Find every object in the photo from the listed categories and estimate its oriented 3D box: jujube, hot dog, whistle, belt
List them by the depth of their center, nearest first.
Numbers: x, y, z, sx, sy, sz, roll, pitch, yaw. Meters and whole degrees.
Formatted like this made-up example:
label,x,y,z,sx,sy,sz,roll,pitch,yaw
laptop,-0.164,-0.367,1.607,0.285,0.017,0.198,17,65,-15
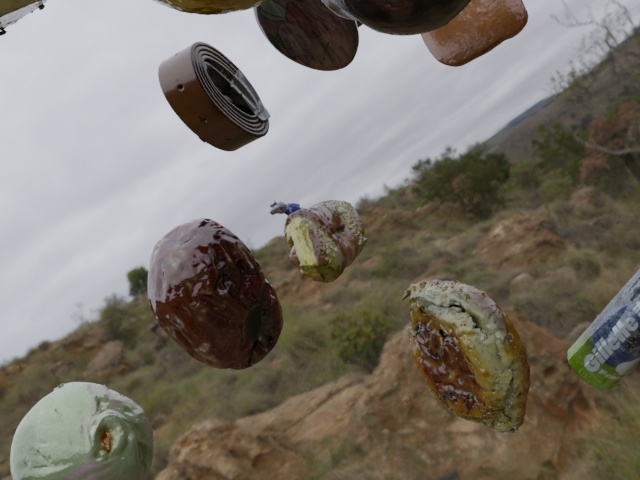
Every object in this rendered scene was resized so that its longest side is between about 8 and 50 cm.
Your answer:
label,x,y,z,sx,sy,sz,roll,pitch,yaw
hot dog,-0.003,0.005,1.059,0.093,0.123,0.261,-30,-1,22
whistle,-0.056,-0.056,1.252,0.083,0.029,0.033,9,-45,-11
jujube,-0.247,0.132,1.555,0.276,0.377,0.277,-24,33,17
belt,-0.267,-0.363,1.715,0.122,0.218,0.338,-20,-30,25

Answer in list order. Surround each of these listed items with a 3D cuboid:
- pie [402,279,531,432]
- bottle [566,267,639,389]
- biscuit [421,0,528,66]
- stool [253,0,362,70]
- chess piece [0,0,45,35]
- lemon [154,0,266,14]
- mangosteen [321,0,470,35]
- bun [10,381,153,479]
label,x,y,z,sx,sy,sz,roll,pitch,yaw
pie,0.242,0.189,1.128,0.085,0.308,0.308,-29,-5,-22
bottle,0.507,0.091,1.008,0.093,0.093,0.330,-29,-28,-51
biscuit,0.269,-0.431,1.231,0.192,0.186,0.036,-25,-12,32
stool,-0.007,-0.559,1.581,0.179,0.272,0.272,-63,9,-22
chess piece,-0.386,-0.335,0.614,0.137,0.301,0.137,-24,21,10
lemon,-0.220,-0.525,1.007,0.364,0.364,0.364,-33,-3,-2
mangosteen,0.086,-0.426,0.861,0.297,0.313,0.297,25,-90,-88
bun,-0.466,0.427,1.335,0.293,0.293,0.187,-31,0,-35
